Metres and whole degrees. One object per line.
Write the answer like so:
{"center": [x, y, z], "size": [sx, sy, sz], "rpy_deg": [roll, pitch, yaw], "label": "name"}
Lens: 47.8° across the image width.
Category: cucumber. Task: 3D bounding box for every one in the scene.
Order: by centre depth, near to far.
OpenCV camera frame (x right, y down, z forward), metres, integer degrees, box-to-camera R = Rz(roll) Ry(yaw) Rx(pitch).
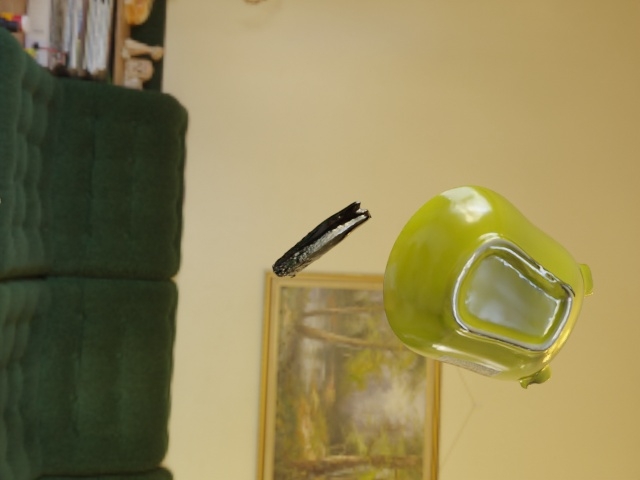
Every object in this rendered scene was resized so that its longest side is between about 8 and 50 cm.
{"center": [0.000, 0.000, 0.862], "size": [0.033, 0.134, 0.034], "rpy_deg": [53, 16, 5], "label": "cucumber"}

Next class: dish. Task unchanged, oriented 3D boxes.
{"center": [0.212, 0.065, 0.853], "size": [0.221, 0.262, 0.108], "rpy_deg": [-61, -170, 1], "label": "dish"}
